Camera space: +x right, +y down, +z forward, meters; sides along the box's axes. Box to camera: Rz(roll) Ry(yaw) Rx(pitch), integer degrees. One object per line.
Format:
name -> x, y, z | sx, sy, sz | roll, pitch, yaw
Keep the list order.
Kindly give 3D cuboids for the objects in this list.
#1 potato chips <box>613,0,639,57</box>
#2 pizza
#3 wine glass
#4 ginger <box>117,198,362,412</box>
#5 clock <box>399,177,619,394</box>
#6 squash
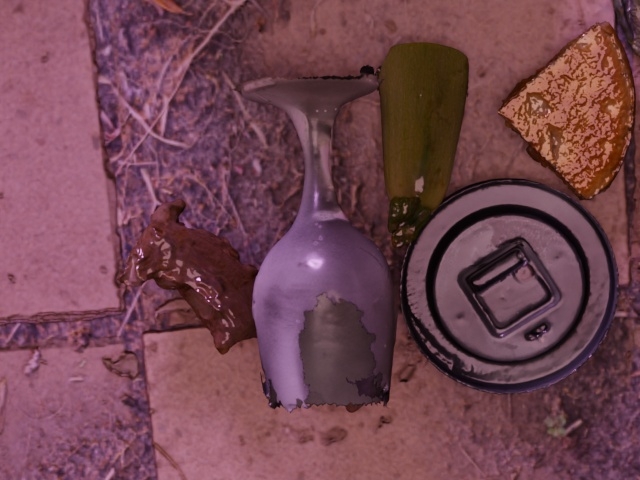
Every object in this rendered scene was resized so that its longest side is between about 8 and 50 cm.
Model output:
potato chips -> 0.320, -0.234, 1.573 | 0.092, 0.028, 0.207 | -13, 98, 4
pizza -> 0.238, -0.129, 1.582 | 0.134, 0.046, 0.175 | 12, 100, -2
wine glass -> 0.000, 0.000, 1.521 | 0.143, 0.143, 0.321 | -6, 84, 2
ginger -> -0.052, 0.066, 1.596 | 0.290, 0.122, 0.084 | 31, 140, -14
clock -> 0.184, 0.043, 1.616 | 0.215, 0.042, 0.214 | 0, 100, 0
squash -> 0.092, -0.084, 1.580 | 0.090, 0.075, 0.200 | 12, 78, -20
